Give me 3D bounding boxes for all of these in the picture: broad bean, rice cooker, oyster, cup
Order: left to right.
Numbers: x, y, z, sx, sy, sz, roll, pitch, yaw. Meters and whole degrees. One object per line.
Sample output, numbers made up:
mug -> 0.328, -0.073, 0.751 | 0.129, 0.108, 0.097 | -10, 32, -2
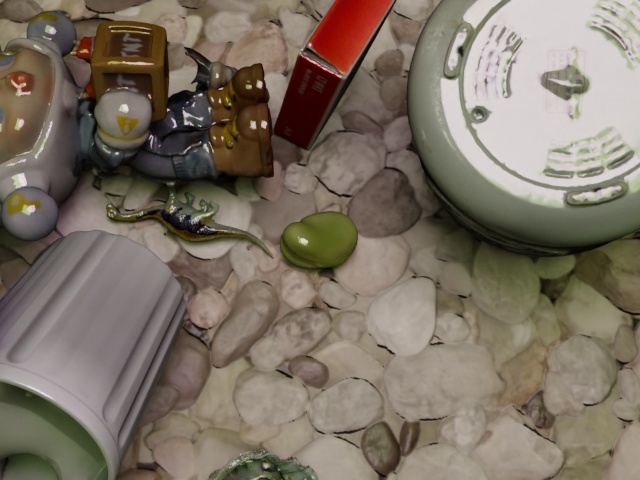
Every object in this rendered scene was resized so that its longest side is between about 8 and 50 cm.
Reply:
cup -> -0.243, 0.110, 0.742 | 0.221, 0.166, 0.202 | -12, 33, 25
oyster -> -0.061, 0.243, 0.810 | 0.100, 0.037, 0.098 | 35, 93, -15
broad bean -> 0.000, 0.000, 0.874 | 0.083, 0.045, 0.063 | -12, 64, -15
rice cooker -> 0.219, -0.121, 0.801 | 0.289, 0.277, 0.288 | -1, 87, 9

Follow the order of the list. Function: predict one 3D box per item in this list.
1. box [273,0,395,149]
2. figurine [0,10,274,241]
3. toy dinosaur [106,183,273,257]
box -> 0.013, -0.179, 0.826 | 0.050, 0.229, 0.122 | 30, 77, -3
figurine -> -0.240, -0.111, 0.806 | 0.382, 0.186, 0.261 | -5, 43, -1
toy dinosaur -> -0.133, -0.028, 0.877 | 0.180, 0.037, 0.058 | 14, 89, 6
